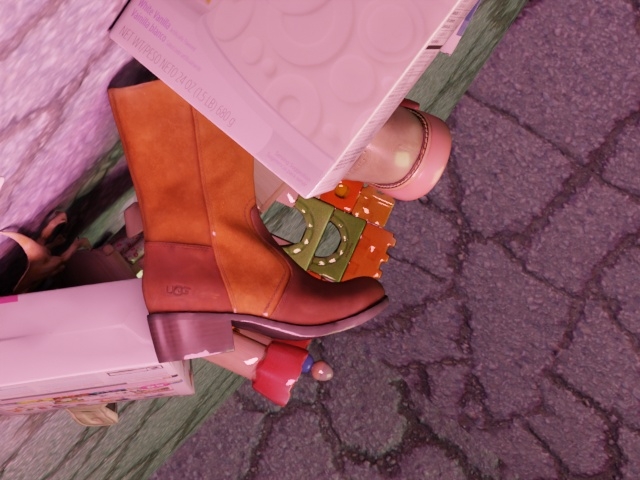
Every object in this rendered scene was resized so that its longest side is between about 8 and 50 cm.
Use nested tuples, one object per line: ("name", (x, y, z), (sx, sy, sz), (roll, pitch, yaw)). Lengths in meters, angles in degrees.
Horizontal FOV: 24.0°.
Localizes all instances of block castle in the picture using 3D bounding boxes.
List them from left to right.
("block castle", (0.000, 0.000, 2.156), (0.303, 0.213, 0.453), (-68, -178, -89))

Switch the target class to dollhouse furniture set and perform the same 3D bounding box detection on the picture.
("dollhouse furniture set", (-0.181, -0.093, 1.684), (0.356, 0.173, 0.303), (-20, -158, 50))

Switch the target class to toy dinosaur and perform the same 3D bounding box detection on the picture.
("toy dinosaur", (-0.287, 0.018, 1.563), (0.092, 0.053, 0.183), (-46, 172, -24))

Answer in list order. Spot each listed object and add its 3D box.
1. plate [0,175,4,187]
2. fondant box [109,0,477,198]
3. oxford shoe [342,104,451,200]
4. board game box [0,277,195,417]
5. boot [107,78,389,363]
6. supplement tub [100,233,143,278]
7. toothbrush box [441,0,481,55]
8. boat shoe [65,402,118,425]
("plate", (-0.393, 0.070, 1.182), (0.277, 0.045, 0.278), (-53, 173, 26))
("fondant box", (0.006, -0.238, 1.317), (0.330, 0.238, 0.096), (-52, 172, 14))
("oxford shoe", (-0.007, -0.145, 1.853), (0.397, 0.147, 0.140), (9, -101, 56))
("board game box", (-0.260, 0.121, 1.624), (0.224, 0.097, 0.303), (-7, 168, -2))
("boot", (-0.068, -0.035, 1.500), (0.264, 0.280, 0.096), (-8, 177, -20))
("supplement tub", (-0.262, 0.053, 1.839), (0.107, 0.071, 0.071), (-51, 173, -4))
("toothbrush box", (0.167, -0.396, 1.701), (0.216, 0.126, 0.295), (118, -5, -57))
("boat shoe", (-0.346, 0.215, 2.233), (0.233, 0.084, 0.079), (87, 4, -70))
